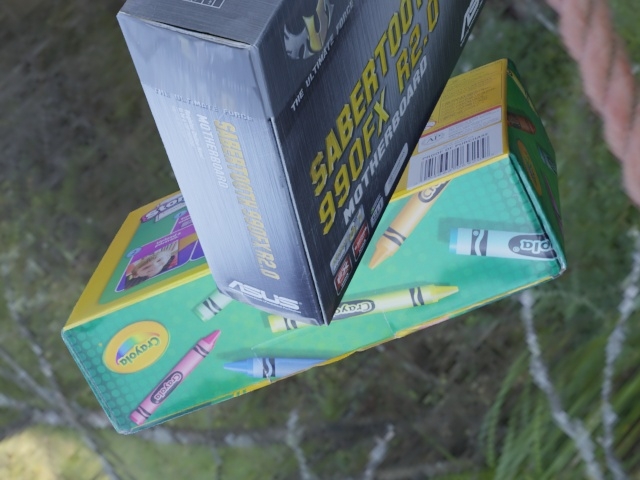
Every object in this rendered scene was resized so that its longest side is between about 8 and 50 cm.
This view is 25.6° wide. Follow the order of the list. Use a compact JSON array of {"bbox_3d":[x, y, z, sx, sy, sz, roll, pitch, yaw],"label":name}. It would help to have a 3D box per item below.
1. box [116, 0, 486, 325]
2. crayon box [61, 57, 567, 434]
[{"bbox_3d":[0.012,-0.108,0.588,0.056,0.231,0.183,16,150,19],"label":"box"},{"bbox_3d":[0.000,0.000,0.839,0.081,0.278,0.165,63,-163,-20],"label":"crayon box"}]
